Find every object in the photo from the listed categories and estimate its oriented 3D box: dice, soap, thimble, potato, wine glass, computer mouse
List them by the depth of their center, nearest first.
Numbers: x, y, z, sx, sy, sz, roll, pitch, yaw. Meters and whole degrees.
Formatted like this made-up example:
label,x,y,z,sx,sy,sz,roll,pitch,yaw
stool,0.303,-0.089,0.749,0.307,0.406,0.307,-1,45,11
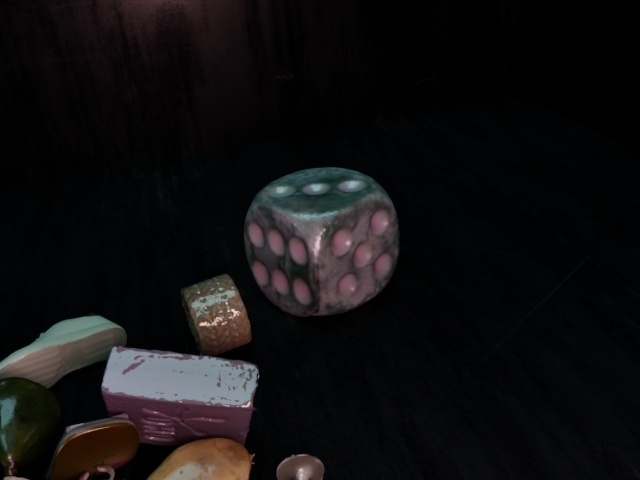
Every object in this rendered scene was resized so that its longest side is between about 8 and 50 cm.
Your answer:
label,x,y,z,sx,sy,sz,roll,pitch,yaw
wine glass,-0.029,0.504,1.255,0.103,0.103,0.222,-7,30,-2
potato,-0.237,0.475,1.319,0.161,0.128,0.235,32,49,17
computer mouse,-0.450,0.422,1.347,0.158,0.310,0.071,-6,63,-30
soap,-0.275,0.323,1.382,0.286,0.296,0.107,5,58,-6
thimble,-0.278,0.192,1.794,0.148,0.195,0.229,-17,31,-17
dice,0.000,0.000,1.960,0.348,0.330,0.328,-29,34,-33

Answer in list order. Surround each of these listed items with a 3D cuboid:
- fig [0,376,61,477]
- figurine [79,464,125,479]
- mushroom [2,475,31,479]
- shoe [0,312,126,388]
label,x,y,z,sx,sy,sz,roll,pitch,yaw
fig,-0.658,0.405,1.477,0.196,0.195,0.245,-16,20,-18
figurine,-0.404,0.495,1.288,0.133,0.153,0.132,-5,27,3
mushroom,-0.607,0.526,1.179,0.408,0.154,0.137,-23,44,5
shoe,-0.702,0.285,1.786,0.363,0.131,0.160,-22,32,-35
